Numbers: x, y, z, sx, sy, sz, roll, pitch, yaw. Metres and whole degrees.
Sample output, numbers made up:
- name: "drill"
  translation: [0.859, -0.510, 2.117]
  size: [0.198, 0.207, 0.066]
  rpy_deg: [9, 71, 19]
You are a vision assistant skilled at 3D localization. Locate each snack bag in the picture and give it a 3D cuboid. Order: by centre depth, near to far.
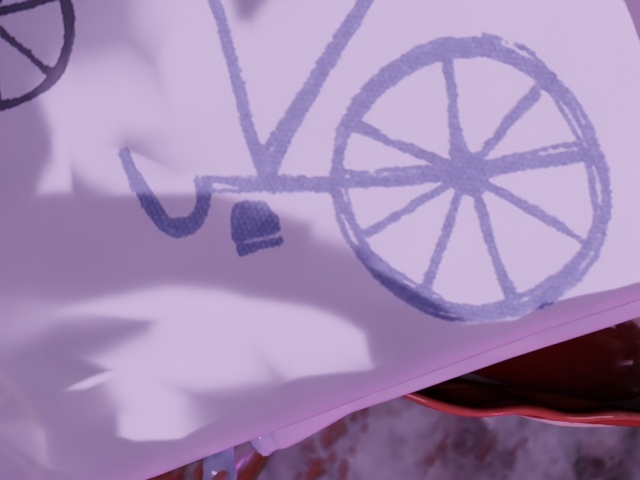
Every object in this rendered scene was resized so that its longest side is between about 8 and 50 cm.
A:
- name: "snack bag"
  translation: [-0.075, -0.073, 0.632]
  size: [0.343, 0.037, 0.323]
  rpy_deg: [-22, 97, 9]

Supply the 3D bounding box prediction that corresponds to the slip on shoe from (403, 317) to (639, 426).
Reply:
- name: "slip on shoe"
  translation: [0.000, 0.000, 0.707]
  size: [0.331, 0.101, 0.123]
  rpy_deg: [15, 91, -13]
